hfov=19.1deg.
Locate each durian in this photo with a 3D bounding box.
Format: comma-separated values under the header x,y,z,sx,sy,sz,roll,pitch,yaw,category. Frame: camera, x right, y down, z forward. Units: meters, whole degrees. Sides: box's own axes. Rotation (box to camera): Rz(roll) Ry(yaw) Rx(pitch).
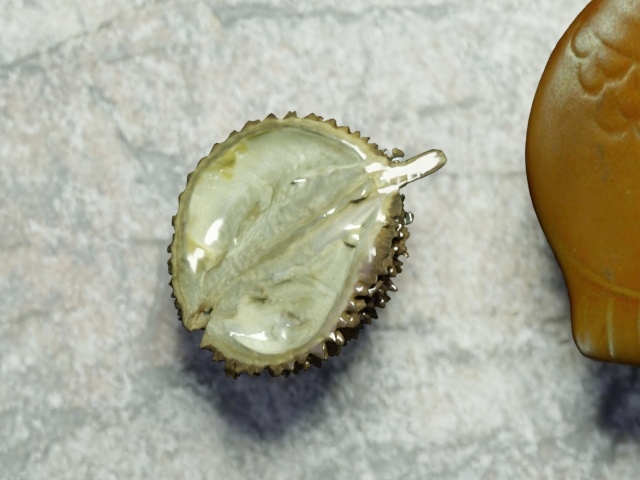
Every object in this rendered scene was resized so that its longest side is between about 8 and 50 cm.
x,y,z,sx,sy,sz,roll,pitch,yaw,category
0.000,0.000,1.125,0.188,0.091,0.148,-34,69,20,durian

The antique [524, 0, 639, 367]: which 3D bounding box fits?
x,y,z,sx,sy,sz,roll,pitch,yaw,category
0.221,-0.058,1.040,0.224,0.129,0.278,10,102,36,antique
